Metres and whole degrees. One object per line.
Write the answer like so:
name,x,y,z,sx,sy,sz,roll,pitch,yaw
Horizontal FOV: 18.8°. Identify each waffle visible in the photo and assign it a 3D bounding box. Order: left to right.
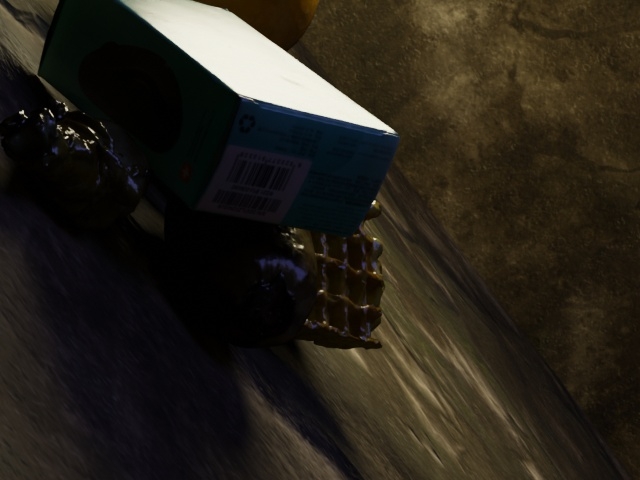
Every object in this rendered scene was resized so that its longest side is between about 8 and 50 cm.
waffle,0.001,0.000,2.059,0.229,0.057,0.219,17,68,-54

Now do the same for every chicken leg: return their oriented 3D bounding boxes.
chicken leg,-0.201,-0.063,1.608,0.227,0.088,0.103,22,46,-80

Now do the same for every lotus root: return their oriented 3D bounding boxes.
lotus root,-0.081,0.002,1.853,0.145,0.128,0.260,32,18,-33

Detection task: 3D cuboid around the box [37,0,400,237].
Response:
box,-0.101,-0.129,1.801,0.205,0.118,0.311,12,20,-43

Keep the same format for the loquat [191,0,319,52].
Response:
loquat,-0.129,-0.320,2.337,0.263,0.263,0.263,53,10,-13
